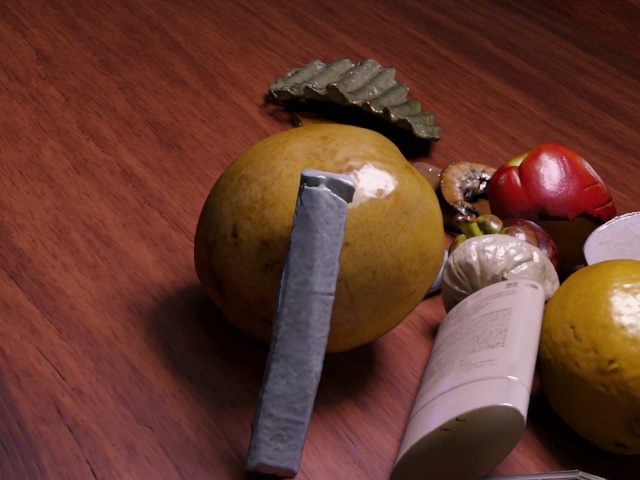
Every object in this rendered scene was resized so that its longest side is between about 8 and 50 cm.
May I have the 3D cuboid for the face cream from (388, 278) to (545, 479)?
[{"bbox_3d":[0.187,0.169,1.196,0.081,0.174,0.348,51,27,-10],"label":"face cream"}]

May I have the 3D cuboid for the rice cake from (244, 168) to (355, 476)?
[{"bbox_3d":[-0.021,0.087,1.066,0.066,0.336,0.063,12,-5,-6],"label":"rice cake"}]

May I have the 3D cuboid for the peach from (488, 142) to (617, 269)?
[{"bbox_3d":[0.387,-0.044,1.616,0.226,0.190,0.196,55,-1,-4],"label":"peach"}]

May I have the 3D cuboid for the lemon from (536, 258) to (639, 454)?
[{"bbox_3d":[0.393,0.147,1.270,0.236,0.235,0.263,25,24,16],"label":"lemon"}]

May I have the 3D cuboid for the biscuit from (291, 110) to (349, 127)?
[{"bbox_3d":[0.030,-0.202,1.942,0.126,0.025,0.206,-1,32,-31],"label":"biscuit"}]

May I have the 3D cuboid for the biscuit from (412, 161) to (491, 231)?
[{"bbox_3d":[0.303,-0.057,1.810,0.325,0.044,0.217,21,29,7],"label":"biscuit"}]

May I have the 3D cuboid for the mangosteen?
[{"bbox_3d":[0.275,0.035,1.492,0.181,0.156,0.145,17,48,-47],"label":"mangosteen"}]

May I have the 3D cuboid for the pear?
[{"bbox_3d":[0.000,0.000,1.254,0.315,0.314,0.314,13,27,-7],"label":"pear"}]

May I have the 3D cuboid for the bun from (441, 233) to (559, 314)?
[{"bbox_3d":[0.255,0.079,1.389,0.164,0.188,0.111,-15,29,14],"label":"bun"}]

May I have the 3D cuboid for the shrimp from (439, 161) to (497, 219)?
[{"bbox_3d":[0.331,-0.056,1.741,0.262,0.051,0.198,19,38,-2],"label":"shrimp"}]

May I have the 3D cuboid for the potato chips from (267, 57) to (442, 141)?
[{"bbox_3d":[0.081,-0.309,2.076,0.373,0.097,0.389,16,21,-2],"label":"potato chips"}]

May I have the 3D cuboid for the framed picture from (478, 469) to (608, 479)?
[{"bbox_3d":[0.282,0.281,1.052,0.197,0.014,0.252,3,-1,-24],"label":"framed picture"}]

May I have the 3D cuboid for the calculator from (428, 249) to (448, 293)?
[{"bbox_3d":[0.086,0.031,1.519,0.295,0.042,0.184,-8,36,-41],"label":"calculator"}]

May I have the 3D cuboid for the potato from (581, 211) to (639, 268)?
[{"bbox_3d":[0.552,0.092,1.476,0.300,0.196,0.246,21,52,43],"label":"potato"}]
